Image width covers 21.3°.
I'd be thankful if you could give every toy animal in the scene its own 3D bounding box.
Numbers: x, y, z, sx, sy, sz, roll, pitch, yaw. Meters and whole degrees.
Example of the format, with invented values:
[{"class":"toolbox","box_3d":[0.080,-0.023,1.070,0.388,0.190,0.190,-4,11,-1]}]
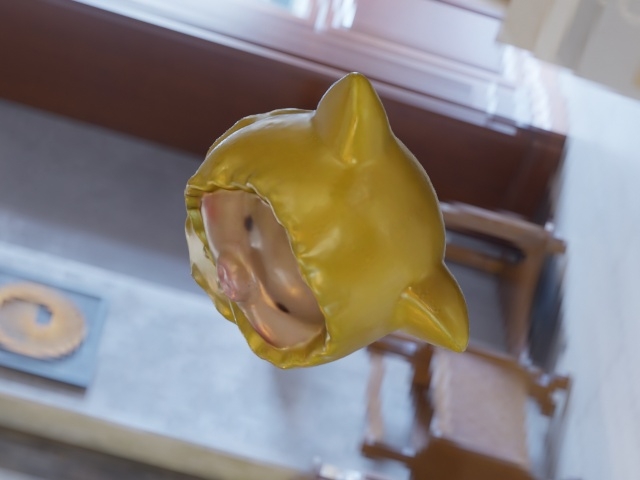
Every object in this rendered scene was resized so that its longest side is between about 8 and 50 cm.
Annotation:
[{"class":"toy animal","box_3d":[-0.002,-0.005,0.931,0.230,0.156,0.156,-176,102,-74]}]
